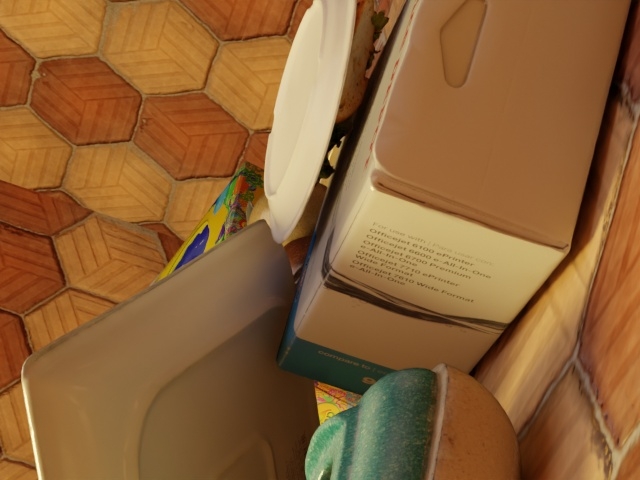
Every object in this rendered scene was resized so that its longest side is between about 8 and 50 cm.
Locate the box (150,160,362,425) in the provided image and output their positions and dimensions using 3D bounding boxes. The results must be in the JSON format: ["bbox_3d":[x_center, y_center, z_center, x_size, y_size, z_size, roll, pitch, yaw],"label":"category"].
[{"bbox_3d":[-0.092,0.130,1.807,0.290,0.177,0.279,-51,19,34],"label":"box"}]

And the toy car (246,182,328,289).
[{"bbox_3d":[0.000,0.000,1.430,0.188,0.149,0.155,51,123,40],"label":"toy car"}]

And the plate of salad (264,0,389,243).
[{"bbox_3d":[0.003,-0.093,1.199,0.200,0.048,0.200,-167,90,-79],"label":"plate of salad"}]

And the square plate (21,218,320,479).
[{"bbox_3d":[-0.069,0.191,1.208,0.344,0.049,0.347,-34,-62,-61],"label":"square plate"}]

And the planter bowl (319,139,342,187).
[{"bbox_3d":[0.050,-0.019,1.560,0.162,0.109,0.162,-161,90,-86],"label":"planter bowl"}]

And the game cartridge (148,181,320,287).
[{"bbox_3d":[-0.066,0.001,2.046,0.198,0.062,0.297,-42,-14,33],"label":"game cartridge"}]

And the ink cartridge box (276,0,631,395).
[{"bbox_3d":[0.083,-0.045,1.154,0.307,0.129,0.223,116,172,-64],"label":"ink cartridge box"}]

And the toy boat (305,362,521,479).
[{"bbox_3d":[-0.001,0.226,0.973,0.318,0.148,0.267,115,172,-50],"label":"toy boat"}]
